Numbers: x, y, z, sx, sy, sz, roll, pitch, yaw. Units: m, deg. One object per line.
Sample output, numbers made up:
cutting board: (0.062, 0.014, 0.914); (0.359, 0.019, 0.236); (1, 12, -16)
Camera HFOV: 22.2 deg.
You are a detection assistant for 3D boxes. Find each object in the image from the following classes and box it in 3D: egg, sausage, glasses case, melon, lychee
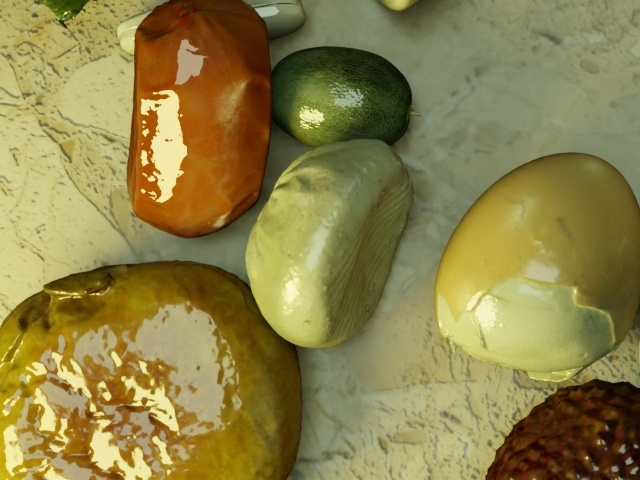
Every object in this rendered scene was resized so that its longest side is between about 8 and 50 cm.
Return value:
egg: (0.228, 0.024, 1.645); (0.201, 0.201, 0.244); (26, 79, 8)
sausage: (-0.126, -0.126, 1.692); (0.141, 0.153, 0.268); (2, 121, -11)
glasses case: (-0.118, -0.232, 1.762); (0.204, 0.081, 0.051); (-8, 83, 4)
melon: (0.025, -0.148, 1.722); (0.167, 0.114, 0.114); (9, 87, 10)
lychee: (0.281, 0.272, 1.603); (0.260, 0.260, 0.260); (0, 86, 7)

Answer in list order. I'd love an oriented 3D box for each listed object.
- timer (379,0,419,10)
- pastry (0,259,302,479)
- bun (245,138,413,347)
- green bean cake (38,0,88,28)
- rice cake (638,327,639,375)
timer: (0.165, -0.368, 1.721); (0.266, 0.175, 0.175); (-23, 83, -12)
pastry: (-0.188, 0.177, 1.701); (0.356, 0.164, 0.356); (0, 84, 4)
bun: (0.000, 0.000, 1.670); (0.133, 0.231, 0.231); (20, 88, 19)
green bean cake: (-0.262, -0.377, 1.703); (0.156, 0.250, 0.247); (42, 92, 7)
rice cake: (0.345, 0.046, 1.652); (0.034, 0.043, 0.211); (11, 53, 1)
